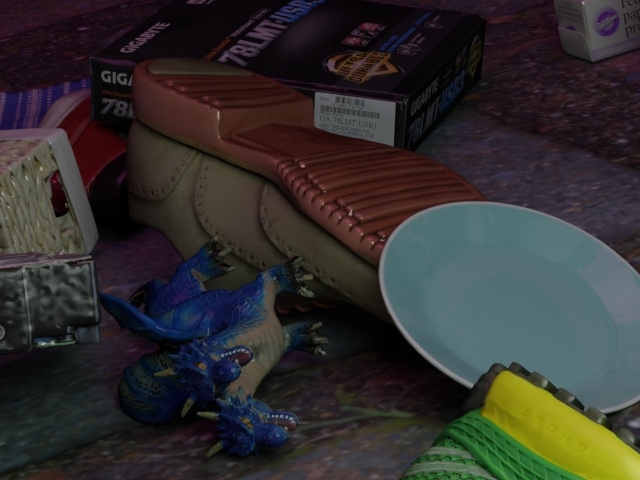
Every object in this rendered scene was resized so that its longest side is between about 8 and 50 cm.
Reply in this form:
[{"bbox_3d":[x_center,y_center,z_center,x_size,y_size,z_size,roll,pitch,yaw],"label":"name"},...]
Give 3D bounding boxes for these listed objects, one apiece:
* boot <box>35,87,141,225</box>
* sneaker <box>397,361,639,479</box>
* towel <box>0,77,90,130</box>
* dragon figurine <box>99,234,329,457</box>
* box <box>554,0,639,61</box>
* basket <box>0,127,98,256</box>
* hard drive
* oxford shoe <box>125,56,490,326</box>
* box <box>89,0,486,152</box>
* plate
[{"bbox_3d":[-0.176,-0.074,1.727,0.176,0.088,0.244,4,23,20],"label":"boot"},{"bbox_3d":[0.139,0.179,0.781,0.146,0.134,0.343,-46,33,-12],"label":"sneaker"},{"bbox_3d":[-0.225,-0.141,1.999,0.336,0.040,0.243,-12,20,0],"label":"towel"},{"bbox_3d":[-0.095,0.065,1.263,0.144,0.085,0.289,-26,25,-35],"label":"dragon figurine"},{"bbox_3d":[0.389,-0.253,1.892,0.324,0.063,0.067,-18,18,-17],"label":"box"},{"bbox_3d":[-0.288,-0.021,1.587,0.167,0.113,0.103,-2,24,30],"label":"basket"},{"bbox_3d":[-0.322,0.051,1.263,0.338,0.064,0.237,-5,1,-11],"label":"hard drive"},{"bbox_3d":[0.000,0.000,1.353,0.140,0.147,0.397,-5,28,-39],"label":"oxford shoe"},{"bbox_3d":[-0.022,-0.163,1.770,0.293,0.073,0.295,12,24,16],"label":"box"},{"bbox_3d":[0.123,0.045,1.173,0.188,0.024,0.188,12,39,-9],"label":"plate"}]
